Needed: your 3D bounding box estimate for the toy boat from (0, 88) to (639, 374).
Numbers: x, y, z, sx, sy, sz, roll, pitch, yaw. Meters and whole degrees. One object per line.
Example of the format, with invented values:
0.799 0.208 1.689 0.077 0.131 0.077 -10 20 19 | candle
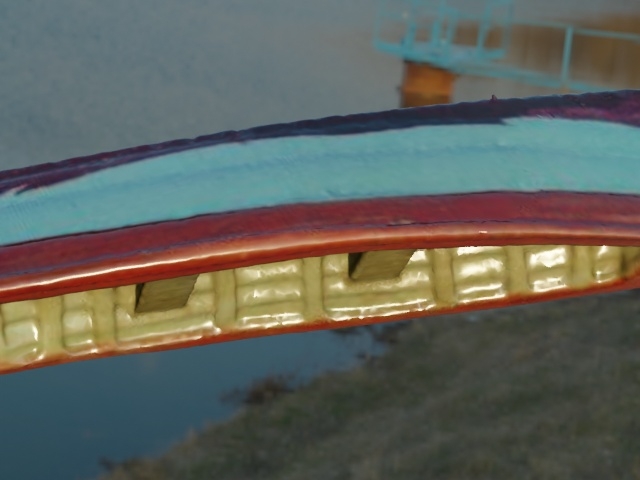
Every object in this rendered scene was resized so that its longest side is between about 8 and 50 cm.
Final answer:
0.000 0.000 0.556 0.392 0.079 0.136 -9 -15 -15 | toy boat
